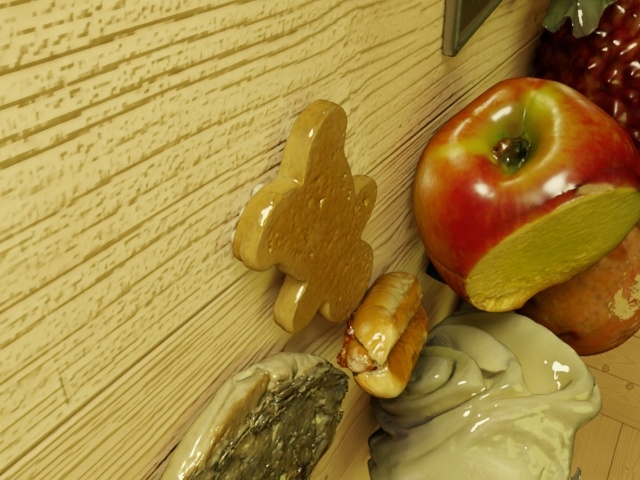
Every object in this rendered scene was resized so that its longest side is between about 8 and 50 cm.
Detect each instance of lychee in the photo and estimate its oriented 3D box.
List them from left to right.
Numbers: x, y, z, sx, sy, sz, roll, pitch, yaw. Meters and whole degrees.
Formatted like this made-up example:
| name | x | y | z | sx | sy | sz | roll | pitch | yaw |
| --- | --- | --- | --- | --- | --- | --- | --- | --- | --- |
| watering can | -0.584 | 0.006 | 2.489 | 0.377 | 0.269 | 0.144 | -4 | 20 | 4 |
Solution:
| name | x | y | z | sx | sy | sz | roll | pitch | yaw |
| --- | --- | --- | --- | --- | --- | --- | --- | --- | --- |
| lychee | 0.574 | -0.256 | 1.026 | 0.500 | 0.425 | 0.424 | 42 | 70 | -44 |

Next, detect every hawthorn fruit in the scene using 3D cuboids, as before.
| name | x | y | z | sx | sy | sz | roll | pitch | yaw |
| --- | --- | --- | --- | --- | --- | --- | --- | --- | --- |
| hawthorn fruit | 0.422 | 0.024 | 0.985 | 0.298 | 0.277 | 0.277 | -40 | 164 | 22 |

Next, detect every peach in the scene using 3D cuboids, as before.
| name | x | y | z | sx | sy | sz | roll | pitch | yaw |
| --- | --- | --- | --- | --- | --- | --- | --- | --- | --- |
| peach | 0.239 | -0.047 | 0.730 | 0.274 | 0.249 | 0.245 | 66 | 28 | -50 |

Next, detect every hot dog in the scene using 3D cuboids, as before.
| name | x | y | z | sx | sy | sz | roll | pitch | yaw |
| --- | --- | --- | --- | --- | --- | --- | --- | --- | --- |
| hot dog | 0.069 | 0.097 | 0.675 | 0.249 | 0.076 | 0.102 | -34 | 113 | -71 |

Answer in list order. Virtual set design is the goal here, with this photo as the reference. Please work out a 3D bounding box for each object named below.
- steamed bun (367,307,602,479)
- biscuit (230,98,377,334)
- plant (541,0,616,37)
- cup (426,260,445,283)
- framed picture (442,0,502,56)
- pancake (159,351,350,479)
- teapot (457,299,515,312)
| name | x | y | z | sx | sy | sz | roll | pitch | yaw |
| --- | --- | --- | --- | --- | --- | --- | --- | --- | --- |
| steamed bun | 0.191 | 0.244 | 0.873 | 0.346 | 0.238 | 0.394 | -51 | -166 | 33 |
| biscuit | -0.001 | -0.001 | 0.528 | 0.158 | 0.035 | 0.240 | -57 | 152 | -19 |
| plant | 0.321 | -0.365 | 0.766 | 0.142 | 0.131 | 0.203 | -66 | 148 | -48 |
| cup | 0.235 | 0.008 | 0.923 | 0.150 | 0.114 | 0.138 | 15 | 98 | -63 |
| framed picture | 0.182 | -0.368 | 0.636 | 0.213 | 0.016 | 0.289 | -51 | 150 | -35 |
| pancake | -0.062 | 0.218 | 0.560 | 0.282 | 0.049 | 0.282 | -43 | 145 | -42 |
| teapot | 0.330 | 0.203 | 1.220 | 0.220 | 0.149 | 0.318 | 1 | 106 | -75 |
